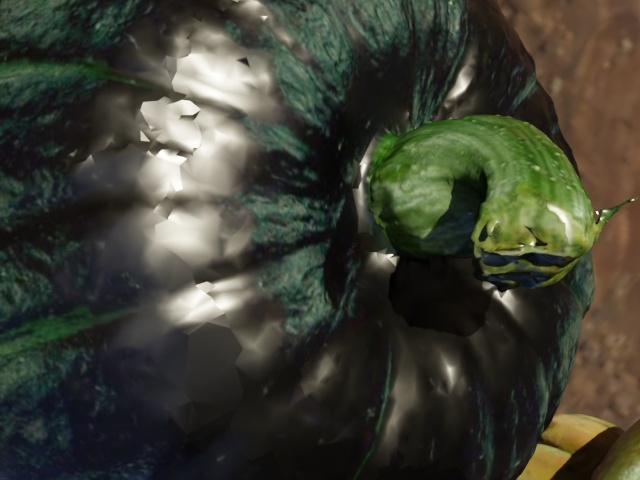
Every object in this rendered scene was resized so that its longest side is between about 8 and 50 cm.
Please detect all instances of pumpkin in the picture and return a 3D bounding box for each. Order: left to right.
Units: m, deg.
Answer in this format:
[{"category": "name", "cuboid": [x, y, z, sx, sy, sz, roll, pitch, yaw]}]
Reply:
[{"category": "pumpkin", "cuboid": [0.000, 0.000, 0.596, 0.248, 0.248, 0.248, 19, 129, 26]}]

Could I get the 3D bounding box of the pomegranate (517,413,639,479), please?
[{"category": "pomegranate", "cuboid": [0.213, 0.149, 1.020, 0.190, 0.241, 0.159, -28, 131, 6]}]
